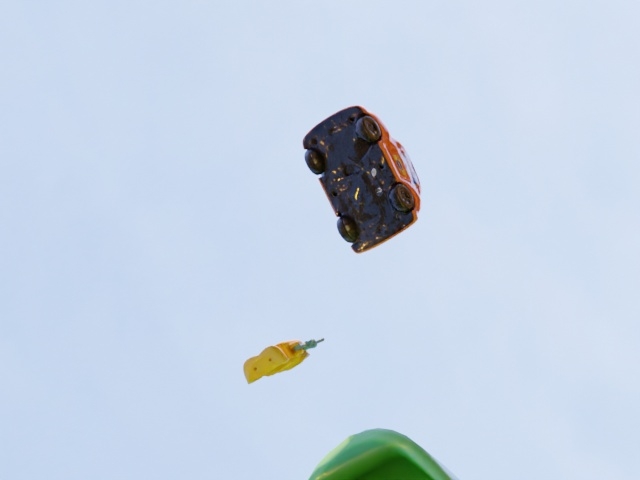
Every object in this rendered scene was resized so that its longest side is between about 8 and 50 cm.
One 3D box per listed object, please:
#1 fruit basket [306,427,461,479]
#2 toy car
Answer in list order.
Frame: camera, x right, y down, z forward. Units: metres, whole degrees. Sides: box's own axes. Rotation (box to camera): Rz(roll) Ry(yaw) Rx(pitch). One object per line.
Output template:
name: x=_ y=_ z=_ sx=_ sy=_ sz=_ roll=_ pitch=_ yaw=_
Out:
fruit basket: x=0.022 y=0.255 z=0.567 sx=0.392 sy=0.392 sz=0.283 roll=28 pitch=-78 yaw=-28
toy car: x=0.000 y=0.000 z=0.821 sx=0.060 sy=0.122 sz=0.040 roll=48 pitch=-153 yaw=17
